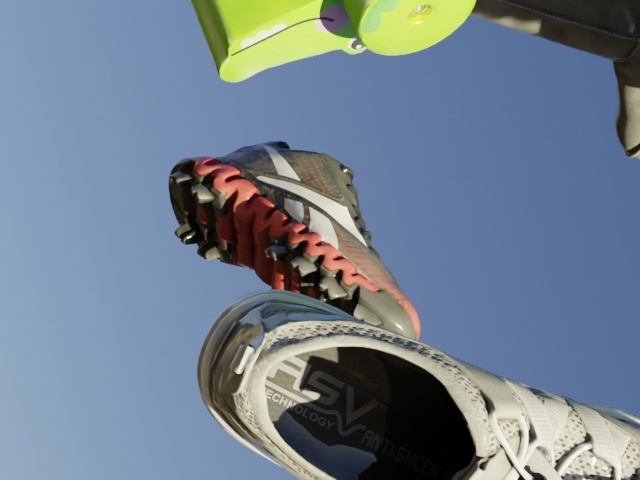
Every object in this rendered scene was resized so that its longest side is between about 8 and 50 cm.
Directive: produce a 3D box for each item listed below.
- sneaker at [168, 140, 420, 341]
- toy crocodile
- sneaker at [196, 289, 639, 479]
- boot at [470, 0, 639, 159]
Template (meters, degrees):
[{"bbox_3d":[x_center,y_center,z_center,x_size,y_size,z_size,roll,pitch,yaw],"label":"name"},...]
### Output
[{"bbox_3d":[0.000,0.000,1.296,0.276,0.135,0.097,38,-38,37],"label":"sneaker"},{"bbox_3d":[0.090,-0.180,0.833,0.115,0.341,0.105,63,4,29],"label":"toy crocodile"},{"bbox_3d":[0.074,0.110,0.705,0.115,0.281,0.105,-147,-102,-88],"label":"sneaker"},{"bbox_3d":[0.193,-0.163,1.263,0.076,0.209,0.189,-88,-169,-52],"label":"boot"}]
